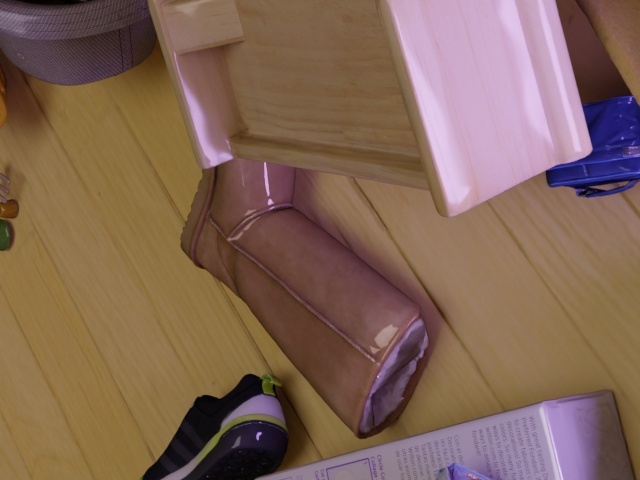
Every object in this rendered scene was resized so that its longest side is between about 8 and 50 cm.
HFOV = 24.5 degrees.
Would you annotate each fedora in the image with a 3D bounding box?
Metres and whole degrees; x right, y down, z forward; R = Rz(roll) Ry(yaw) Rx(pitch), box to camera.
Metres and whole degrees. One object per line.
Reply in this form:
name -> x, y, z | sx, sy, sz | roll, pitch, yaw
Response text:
fedora -> -0.257, -0.246, 1.462 | 0.275, 0.243, 0.124 | 31, 142, 30

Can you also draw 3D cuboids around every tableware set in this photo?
tableware set -> -0.400, -0.056, 1.718 | 0.154, 0.024, 0.104 | 32, 117, 38

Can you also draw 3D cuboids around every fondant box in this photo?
fondant box -> 0.106, 0.272, 1.175 | 0.330, 0.096, 0.238 | -23, 76, 44

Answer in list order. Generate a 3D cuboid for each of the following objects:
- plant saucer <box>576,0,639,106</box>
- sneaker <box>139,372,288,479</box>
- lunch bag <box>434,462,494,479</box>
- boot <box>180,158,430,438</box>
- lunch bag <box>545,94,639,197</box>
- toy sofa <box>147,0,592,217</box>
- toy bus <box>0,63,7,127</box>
plant saucer -> 0.269, -0.279, 0.899 | 0.333, 0.081, 0.333 | -53, 44, 35
sneaker -> -0.103, 0.200, 1.410 | 0.234, 0.084, 0.097 | -37, 42, 38
lunch bag -> 0.109, 0.210, 1.067 | 0.083, 0.053, 0.071 | 39, 119, 26
boot -> 0.000, 0.000, 1.282 | 0.269, 0.089, 0.236 | 42, 130, 35
lunch bag -> 0.208, -0.066, 1.079 | 0.098, 0.067, 0.065 | -10, 84, 46
toy sofa -> 0.040, -0.133, 1.048 | 0.362, 0.177, 0.150 | 13, 124, 58
toy bus -> -0.403, -0.179, 1.652 | 0.191, 0.202, 0.104 | 3, 124, 38
